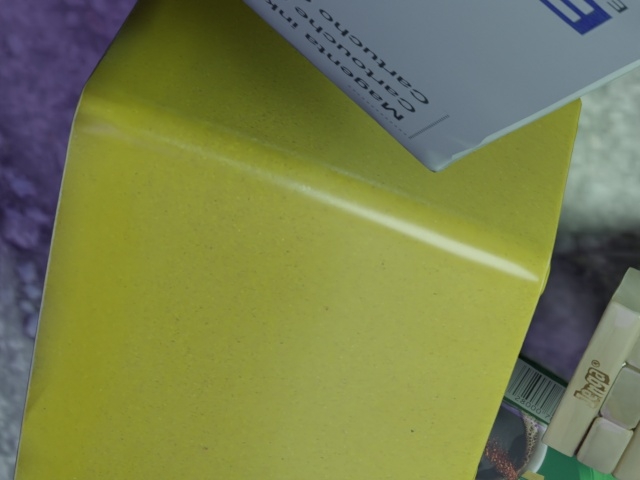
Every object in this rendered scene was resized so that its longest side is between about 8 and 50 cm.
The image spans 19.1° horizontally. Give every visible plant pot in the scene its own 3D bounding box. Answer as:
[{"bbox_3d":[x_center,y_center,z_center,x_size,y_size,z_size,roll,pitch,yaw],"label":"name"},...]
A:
[{"bbox_3d":[0.000,0.000,0.823,0.187,0.212,0.212,16,126,3],"label":"plant pot"}]

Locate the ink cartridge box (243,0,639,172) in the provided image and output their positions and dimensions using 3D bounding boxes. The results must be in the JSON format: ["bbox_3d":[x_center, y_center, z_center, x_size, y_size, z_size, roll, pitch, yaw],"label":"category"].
[{"bbox_3d":[-0.045,-0.157,0.587,0.324,0.071,0.330,42,166,-4],"label":"ink cartridge box"}]

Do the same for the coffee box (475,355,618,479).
[{"bbox_3d":[0.141,0.145,0.927,0.184,0.040,0.113,32,128,7],"label":"coffee box"}]

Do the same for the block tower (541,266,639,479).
[{"bbox_3d":[0.271,0.108,0.805,0.335,0.097,0.091,26,127,9],"label":"block tower"}]
